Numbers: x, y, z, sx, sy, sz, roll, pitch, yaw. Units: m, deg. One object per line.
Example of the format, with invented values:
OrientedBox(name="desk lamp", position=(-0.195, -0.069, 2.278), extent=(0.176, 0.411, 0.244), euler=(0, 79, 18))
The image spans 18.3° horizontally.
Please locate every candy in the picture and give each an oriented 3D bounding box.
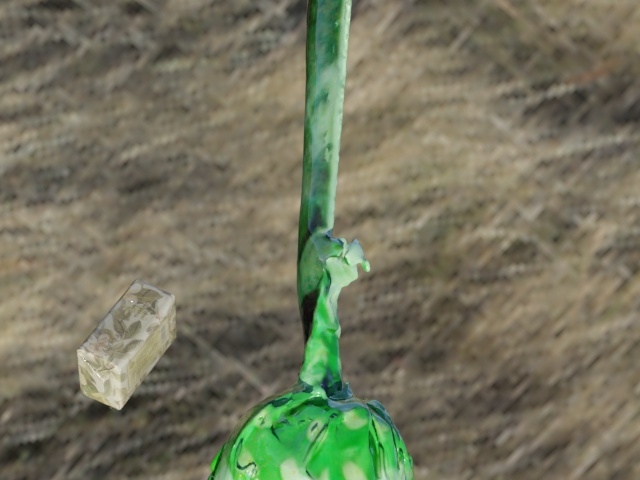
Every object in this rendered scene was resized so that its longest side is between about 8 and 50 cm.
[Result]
OrientedBox(name="candy", position=(0.002, 0.000, 0.867), extent=(0.097, 0.097, 0.323), euler=(9, 81, -45))

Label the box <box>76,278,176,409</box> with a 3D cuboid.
OrientedBox(name="box", position=(-0.159, 0.086, 1.643), extent=(0.045, 0.062, 0.098), euler=(22, 48, 19))
